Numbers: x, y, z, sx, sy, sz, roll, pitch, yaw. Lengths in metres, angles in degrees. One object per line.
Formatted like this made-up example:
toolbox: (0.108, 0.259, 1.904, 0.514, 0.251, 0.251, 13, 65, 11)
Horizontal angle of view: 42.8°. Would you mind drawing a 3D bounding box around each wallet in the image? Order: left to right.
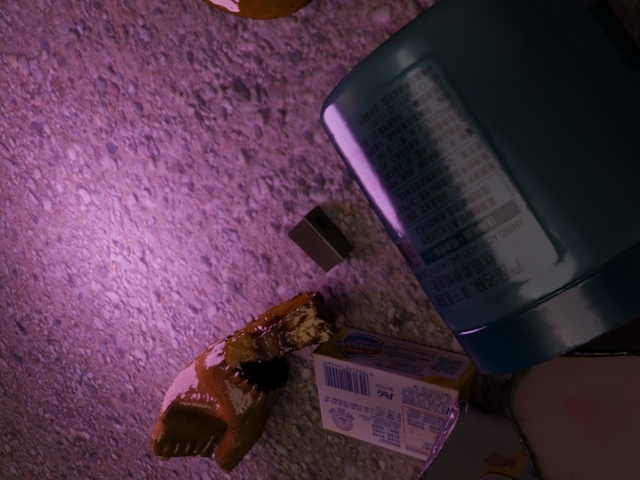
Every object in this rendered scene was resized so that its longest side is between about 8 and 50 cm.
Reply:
wallet: (0.274, 0.322, 1.221, 0.230, 0.069, 0.170, 17, 119, -10)

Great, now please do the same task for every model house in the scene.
model house: (0.367, 0.163, 1.006, 0.202, 0.237, 0.237, -11, 113, 41)

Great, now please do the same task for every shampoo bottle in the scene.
shampoo bottle: (0.216, -0.085, 0.892, 0.331, 0.331, 0.343, -36, 87, 43)

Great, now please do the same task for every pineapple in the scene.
pineapple: (-0.052, 0.141, 1.378, 0.233, 0.135, 0.080, -23, 93, 33)

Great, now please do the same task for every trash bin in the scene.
trash bin: (0.000, 0.000, 1.311, 0.092, 0.043, 0.061, 47, 133, -1)

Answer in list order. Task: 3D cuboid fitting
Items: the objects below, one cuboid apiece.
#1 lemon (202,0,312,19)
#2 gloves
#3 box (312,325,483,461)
lemon: (-0.074, -0.407, 0.981, 0.260, 0.260, 0.284, 21, 147, 24)
gloves: (-0.189, 0.312, 1.554, 0.203, 0.155, 0.356, 40, 117, 0)
box: (0.126, 0.252, 1.330, 0.265, 0.097, 0.169, 9, 121, 32)
